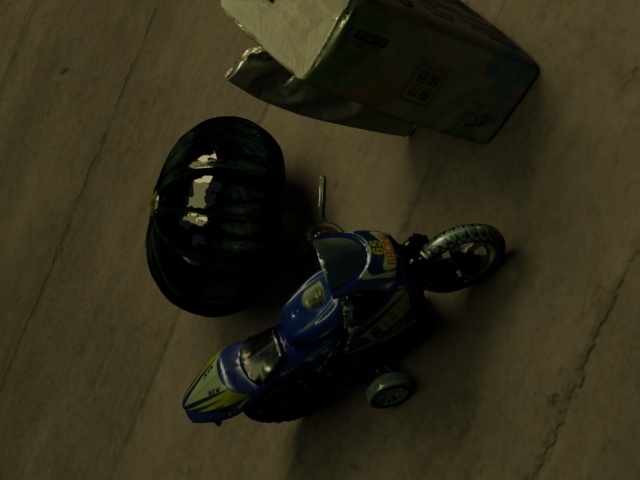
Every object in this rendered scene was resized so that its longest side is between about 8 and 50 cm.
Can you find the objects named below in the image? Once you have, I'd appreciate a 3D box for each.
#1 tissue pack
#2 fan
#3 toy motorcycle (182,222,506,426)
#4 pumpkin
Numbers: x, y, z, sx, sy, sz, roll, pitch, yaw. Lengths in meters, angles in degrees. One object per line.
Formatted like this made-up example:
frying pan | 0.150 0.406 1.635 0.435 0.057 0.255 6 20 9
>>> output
tissue pack | 0.038 -0.157 1.465 0.159 0.229 0.145 48 114 43
fan | 0.000 0.000 1.624 0.085 0.005 0.133 -14 68 45
toy motorcycle | 0.012 0.071 1.467 0.315 0.169 0.113 -41 52 30
pumpkin | -0.097 -0.023 1.624 0.194 0.150 0.194 -15 71 51
